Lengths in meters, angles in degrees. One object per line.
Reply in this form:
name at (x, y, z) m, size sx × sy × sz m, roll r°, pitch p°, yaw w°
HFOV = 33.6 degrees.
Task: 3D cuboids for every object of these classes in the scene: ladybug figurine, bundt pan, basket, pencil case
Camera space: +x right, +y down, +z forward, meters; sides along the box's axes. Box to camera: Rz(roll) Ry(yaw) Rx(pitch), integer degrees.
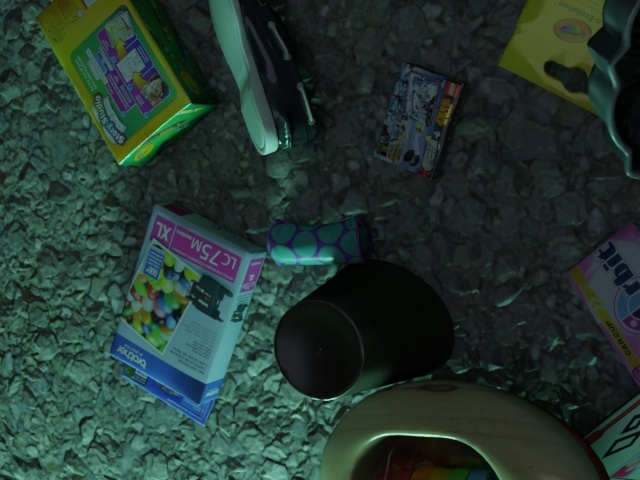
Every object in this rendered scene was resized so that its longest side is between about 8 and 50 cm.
ladybug figurine at (0.193, 0.322, 1.345) m, size 0.449 × 0.162 × 0.305 m, roll -3°, pitch 92°, yaw 46°
bundt pan at (0.431, -0.202, 1.150) m, size 0.331 × 0.331 × 0.124 m, roll -66°, pitch 25°, yaw 18°
basket at (0.046, 0.122, 1.402) m, size 0.204 × 0.227 × 0.154 m, roll 33°, pitch 110°, yaw 21°
pencil case at (0.000, 0.000, 1.502) m, size 0.151 × 0.064 × 0.070 m, roll -3°, pitch 89°, yaw 28°

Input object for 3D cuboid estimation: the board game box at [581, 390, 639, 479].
board game box at (0.431, 0.305, 1.329) m, size 0.317 × 0.046 × 0.213 m, roll -46°, pitch 74°, yaw 24°

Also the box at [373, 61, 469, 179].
box at (0.136, -0.162, 1.433) m, size 0.094 × 0.027 × 0.137 m, roll 25°, pitch 107°, yaw 24°

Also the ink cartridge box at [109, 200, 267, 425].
ink cartridge box at (-0.214, 0.118, 1.631) m, size 0.186 × 0.065 × 0.311 m, roll 26°, pitch 109°, yaw 23°

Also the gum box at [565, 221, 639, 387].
gum box at (0.393, 0.077, 1.286) m, size 0.107 × 0.062 × 0.188 m, roll -42°, pitch 60°, yaw 25°

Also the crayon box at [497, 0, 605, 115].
crayon box at (0.373, -0.311, 1.262) m, size 0.202 × 0.081 × 0.318 m, roll 32°, pitch 109°, yaw 20°

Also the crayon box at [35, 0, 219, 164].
crayon box at (-0.297, -0.274, 1.611) m, size 0.165 × 0.081 × 0.278 m, roll -35°, pitch 80°, yaw 26°

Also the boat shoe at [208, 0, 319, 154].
boat shoe at (-0.084, -0.273, 1.501) m, size 0.114 × 0.091 × 0.302 m, roll 165°, pitch 89°, yaw -72°
